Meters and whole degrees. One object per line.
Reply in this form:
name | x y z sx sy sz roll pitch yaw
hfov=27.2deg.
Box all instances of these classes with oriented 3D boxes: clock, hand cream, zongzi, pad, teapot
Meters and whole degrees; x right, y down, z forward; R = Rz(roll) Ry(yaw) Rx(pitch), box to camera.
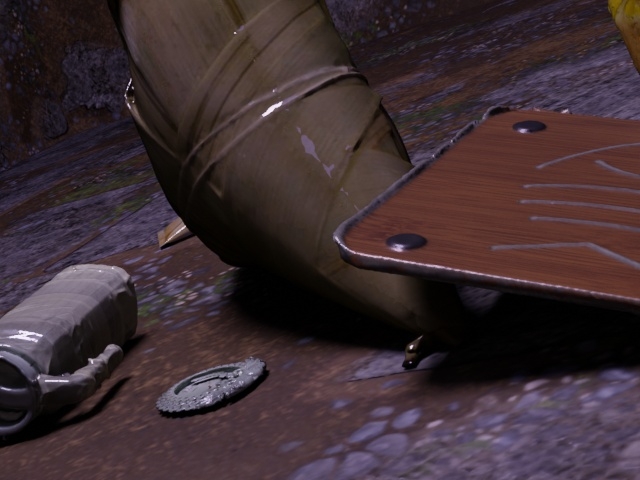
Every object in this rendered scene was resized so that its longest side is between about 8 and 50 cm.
clock | -0.078 0.102 0.927 0.083 0.010 0.074 -14 15 31
hand cream | -0.111 -0.043 1.523 0.174 0.047 0.076 -30 14 -1
zongzi | 0.000 0.000 1.094 0.181 0.418 0.447 -31 -26 -7
pad | 0.190 -0.025 0.828 0.286 0.018 0.284 10 27 27
teapot | -0.201 0.086 1.055 0.107 0.077 0.200 4 19 14

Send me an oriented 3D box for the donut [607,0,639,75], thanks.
donut | 0.404 -0.222 1.258 0.208 0.128 0.261 -20 13 -5
